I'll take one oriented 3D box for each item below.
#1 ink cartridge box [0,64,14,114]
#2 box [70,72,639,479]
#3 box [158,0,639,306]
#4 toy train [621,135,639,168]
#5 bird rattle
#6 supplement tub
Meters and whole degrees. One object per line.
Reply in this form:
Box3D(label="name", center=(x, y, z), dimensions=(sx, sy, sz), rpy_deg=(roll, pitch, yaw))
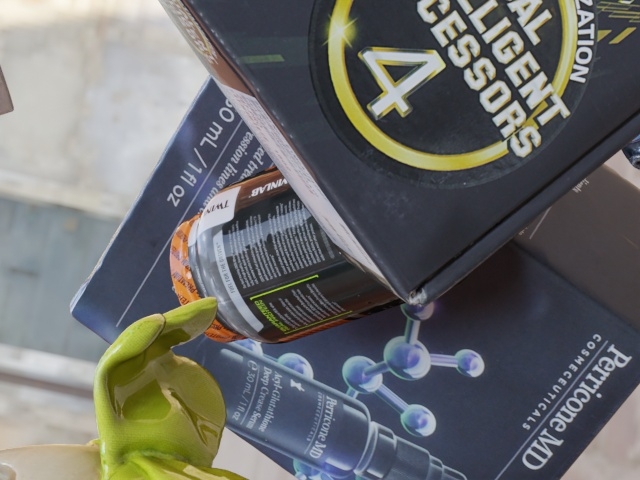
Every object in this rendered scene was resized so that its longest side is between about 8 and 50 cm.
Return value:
Box3D(label="ink cartridge box", center=(-0.280, -0.105, 1.036), dimensions=(0.148, 0.203, 0.086), rpy_deg=(88, 162, -65))
Box3D(label="box", center=(0.055, 0.029, 1.558), dimensions=(0.293, 0.395, 0.212), rpy_deg=(-57, -4, 32))
Box3D(label="box", center=(0.033, -0.225, 0.650), dimensions=(0.318, 0.395, 0.097), rpy_deg=(-38, 20, -7))
Box3D(label="toy train", center=(0.207, -0.126, 1.369), dimensions=(0.184, 0.080, 0.105), rpy_deg=(53, -140, -40))
Box3D(label="bird rattle", center=(-0.135, 0.136, 0.826), dimensions=(0.207, 0.253, 0.143), rpy_deg=(90, 159, -51))
Box3D(label="supplement tub", center=(0.000, 0.000, 1.304), dimensions=(0.190, 0.117, 0.117), rpy_deg=(-19, 48, 30))
